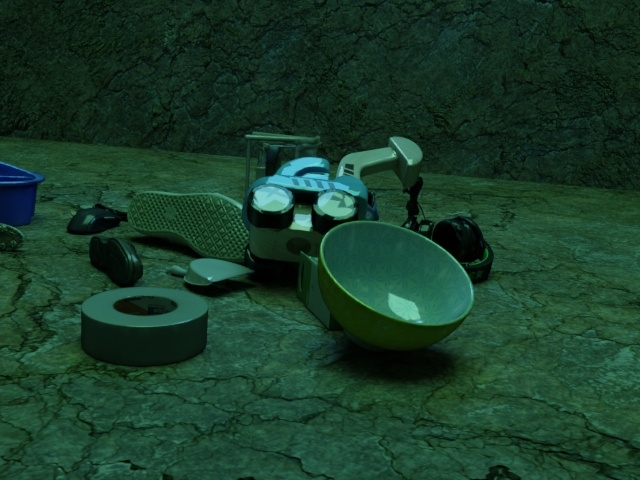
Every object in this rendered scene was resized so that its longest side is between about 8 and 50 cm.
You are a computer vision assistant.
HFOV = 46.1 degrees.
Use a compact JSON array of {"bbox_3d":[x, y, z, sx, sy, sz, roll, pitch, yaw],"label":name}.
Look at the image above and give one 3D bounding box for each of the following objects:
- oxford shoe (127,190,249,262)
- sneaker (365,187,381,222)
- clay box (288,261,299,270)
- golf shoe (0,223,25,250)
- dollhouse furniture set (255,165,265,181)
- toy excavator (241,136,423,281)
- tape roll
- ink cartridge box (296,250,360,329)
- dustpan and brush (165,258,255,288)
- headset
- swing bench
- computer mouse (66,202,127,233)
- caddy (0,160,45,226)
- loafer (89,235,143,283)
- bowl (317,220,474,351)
[{"bbox_3d":[-0.311,-0.041,1.981,0.450,0.169,0.130,12,-6,32],"label":"oxford shoe"},{"bbox_3d":[0.134,-0.105,2.372,0.130,0.147,0.330,5,13,1],"label":"sneaker"},{"bbox_3d":[-0.025,-0.019,1.943,0.222,0.053,0.127,-38,33,-22],"label":"clay box"},{"bbox_3d":[-0.811,-0.016,1.888,0.176,0.069,0.086,8,8,10],"label":"golf shoe"},{"bbox_3d":[-0.149,-0.123,2.281,0.101,0.181,0.161,3,13,-6],"label":"dollhouse furniture set"},{"bbox_3d":[0.038,-0.119,1.836,0.433,0.222,0.445,6,44,-1],"label":"toy excavator"},{"bbox_3d":[-0.310,0.147,1.333,0.219,0.072,0.219,4,12,-1],"label":"tape roll"},{"bbox_3d":[0.014,0.098,1.559,0.062,0.108,0.209,0,14,-20],"label":"ink cartridge box"},{"bbox_3d":[-0.274,0.074,1.716,0.211,0.060,0.147,20,18,30],"label":"dustpan and brush"},{"bbox_3d":[0.310,-0.025,2.004,0.244,0.185,0.394,1,25,-15],"label":"headset"},{"bbox_3d":[-0.133,-0.243,2.639,0.255,0.253,0.165,5,14,5],"label":"swing bench"},{"bbox_3d":[-0.669,-0.077,2.193,0.184,0.060,0.262,10,14,21],"label":"computer mouse"},{"bbox_3d":[-0.967,-0.148,2.145,0.342,0.179,0.241,0,13,-16],"label":"caddy"},{"bbox_3d":[-0.451,0.036,1.726,0.084,0.096,0.268,2,10,-35],"label":"loafer"},{"bbox_3d":[0.117,0.109,1.374,0.290,0.156,0.289,13,35,-9],"label":"bowl"}]
